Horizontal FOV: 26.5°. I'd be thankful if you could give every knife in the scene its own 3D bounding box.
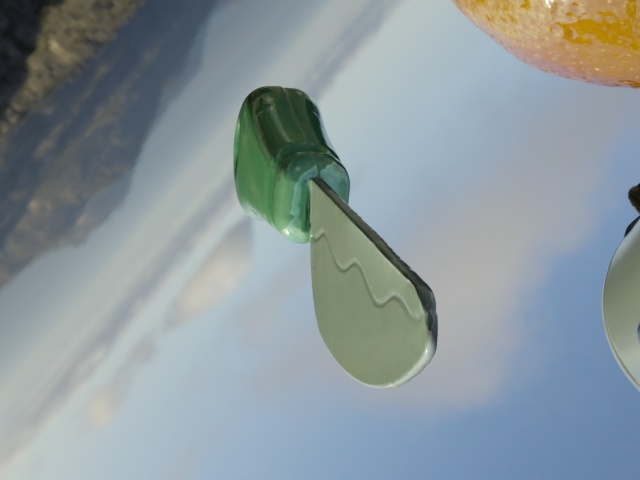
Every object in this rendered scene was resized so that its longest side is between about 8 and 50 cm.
[{"bbox_3d":[0.000,0.001,0.457,0.260,0.035,0.063,-118,-147,-69],"label":"knife"}]

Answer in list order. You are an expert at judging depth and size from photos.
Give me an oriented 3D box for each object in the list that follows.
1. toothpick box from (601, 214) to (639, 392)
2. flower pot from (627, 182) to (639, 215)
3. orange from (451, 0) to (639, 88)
[{"bbox_3d":[0.383,0.021,1.146,0.263,0.263,0.354,-51,170,-19],"label":"toothpick box"},{"bbox_3d":[0.517,-0.090,1.586,0.267,0.266,0.266,-52,-176,16],"label":"flower pot"},{"bbox_3d":[0.179,-0.207,0.749,0.264,0.264,0.264,-49,-175,6],"label":"orange"}]
